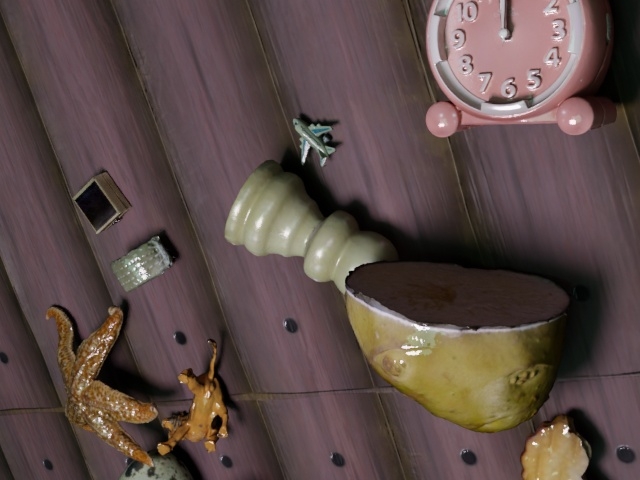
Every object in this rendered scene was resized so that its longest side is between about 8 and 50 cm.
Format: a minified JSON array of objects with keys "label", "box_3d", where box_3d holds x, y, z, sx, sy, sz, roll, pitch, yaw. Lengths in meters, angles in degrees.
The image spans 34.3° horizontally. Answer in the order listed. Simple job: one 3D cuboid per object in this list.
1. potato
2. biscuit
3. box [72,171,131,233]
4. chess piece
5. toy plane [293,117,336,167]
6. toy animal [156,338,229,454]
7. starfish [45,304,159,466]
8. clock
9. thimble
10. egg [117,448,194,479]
[{"label":"potato","box_3d":[0.172,0.149,1.387,0.300,0.246,0.196,8,108,6]},{"label":"biscuit","box_3d":[0.350,0.334,1.498,0.118,0.061,0.183,-11,102,37]},{"label":"box","box_3d":[-0.378,-0.063,1.800,0.079,0.035,0.083,-37,88,38]},{"label":"chess piece","box_3d":[0.000,0.000,1.536,0.251,0.144,0.144,29,124,11]},{"label":"toy plane","box_3d":[-0.010,-0.150,1.528,0.083,0.033,0.080,51,129,12]},{"label":"toy animal","box_3d":[-0.202,0.273,1.814,0.114,0.116,0.255,18,118,-6]},{"label":"starfish","box_3d":[-0.418,0.275,1.919,0.375,0.094,0.327,59,139,16]},{"label":"clock","box_3d":[0.245,-0.253,1.264,0.227,0.142,0.241,2,102,32]},{"label":"thimble","box_3d":[-0.302,0.040,1.768,0.110,0.084,0.062,-28,96,25]},{"label":"egg","box_3d":[-0.306,0.494,1.917,0.177,0.177,0.228,16,108,26]}]
